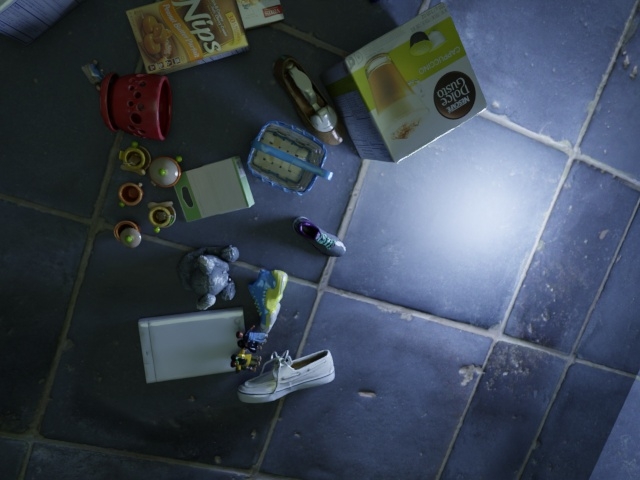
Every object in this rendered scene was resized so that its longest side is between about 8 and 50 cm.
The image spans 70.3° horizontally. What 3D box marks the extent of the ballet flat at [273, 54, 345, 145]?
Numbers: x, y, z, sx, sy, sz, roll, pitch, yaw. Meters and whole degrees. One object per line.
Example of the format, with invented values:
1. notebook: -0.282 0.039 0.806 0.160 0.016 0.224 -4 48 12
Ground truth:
1. ballet flat: -0.027 -0.456 1.489 0.116 0.124 0.342 -36 107 -3

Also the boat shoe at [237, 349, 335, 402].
1. boat shoe: -0.127 0.469 1.655 0.368 0.136 0.156 -10 104 -14

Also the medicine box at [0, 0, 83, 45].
1. medicine box: -0.775 -0.687 1.200 0.289 0.263 0.149 -41 107 -2

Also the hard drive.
1. hard drive: -0.442 0.368 1.609 0.353 0.047 0.232 -5 103 -12

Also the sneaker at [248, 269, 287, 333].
1. sneaker: -0.204 0.209 1.621 0.126 0.091 0.240 18 98 3

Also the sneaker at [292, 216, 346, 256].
1. sneaker: 0.000 0.000 1.603 0.224 0.098 0.083 31 94 -16

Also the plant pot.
1. plant pot: -0.547 -0.400 1.352 0.174 0.191 0.191 3 101 -8

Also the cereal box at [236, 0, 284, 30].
1. cereal box: -0.228 -0.789 1.413 0.173 0.047 0.240 -18 105 -7

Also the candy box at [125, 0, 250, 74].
1. candy box: -0.391 -0.629 1.367 0.317 0.087 0.182 -16 105 1

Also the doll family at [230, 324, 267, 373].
1. doll family: -0.260 0.384 1.594 0.112 0.076 0.192 15 90 -20

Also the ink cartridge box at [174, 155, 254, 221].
1. ink cartridge box: -0.358 -0.170 1.514 0.235 0.056 0.171 -12 105 15

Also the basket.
1. basket: -0.108 -0.260 1.424 0.255 0.289 0.201 22 101 -19

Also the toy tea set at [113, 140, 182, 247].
1. toy tea set: -0.552 -0.134 1.430 0.200 0.124 0.335 9 99 -8

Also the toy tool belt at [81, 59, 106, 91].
1. toy tool belt: -0.674 -0.498 1.373 0.051 0.052 0.083 -30 107 4

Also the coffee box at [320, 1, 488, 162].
1. coffee box: 0.247 -0.472 1.435 0.338 0.338 0.334 -31 107 -4

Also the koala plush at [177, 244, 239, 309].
1. koala plush: -0.369 0.123 1.482 0.204 0.221 0.196 3 101 -13
